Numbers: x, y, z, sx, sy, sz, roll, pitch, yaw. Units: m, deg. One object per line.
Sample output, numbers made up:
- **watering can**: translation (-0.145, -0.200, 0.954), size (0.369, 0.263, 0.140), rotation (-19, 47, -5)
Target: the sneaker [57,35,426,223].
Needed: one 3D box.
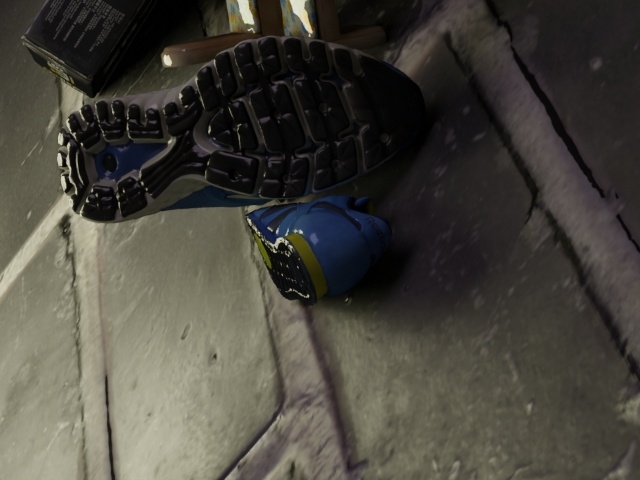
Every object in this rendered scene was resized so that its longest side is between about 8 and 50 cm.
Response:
- **sneaker**: translation (-0.053, -0.091, 1.537), size (0.330, 0.147, 0.129), rotation (-7, 93, 35)

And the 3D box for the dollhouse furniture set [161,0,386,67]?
- **dollhouse furniture set**: translation (-0.089, -0.311, 1.522), size (0.394, 0.256, 0.362), rotation (18, 118, 64)

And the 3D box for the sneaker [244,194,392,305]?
- **sneaker**: translation (0.000, 0.000, 1.437), size (0.082, 0.069, 0.209), rotation (-28, 11, -11)

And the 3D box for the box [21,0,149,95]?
- **box**: translation (-0.182, -0.349, 2.075), size (0.395, 0.097, 0.318), rotation (-58, 4, -3)
